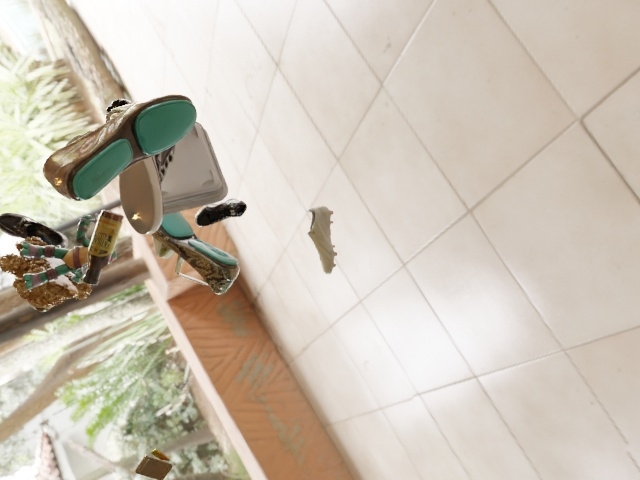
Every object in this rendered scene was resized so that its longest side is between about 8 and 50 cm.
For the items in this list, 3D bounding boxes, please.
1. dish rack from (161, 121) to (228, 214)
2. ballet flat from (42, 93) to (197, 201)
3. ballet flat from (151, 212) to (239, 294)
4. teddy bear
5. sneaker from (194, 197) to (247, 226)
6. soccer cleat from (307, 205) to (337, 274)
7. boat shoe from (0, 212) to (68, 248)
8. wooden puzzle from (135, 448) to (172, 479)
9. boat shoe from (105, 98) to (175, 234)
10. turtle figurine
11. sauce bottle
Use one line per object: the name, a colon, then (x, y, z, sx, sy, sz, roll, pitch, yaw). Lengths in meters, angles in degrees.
dish rack: (-0.476, -0.255, 1.836, 0.072, 0.285, 0.333, 106, 145, -60)
ballet flat: (-0.357, -0.187, 0.996, 0.106, 0.316, 0.108, 22, 134, 23)
ballet flat: (-0.503, 0.035, 2.056, 0.482, 0.164, 0.182, 37, 109, 22)
teddy bear: (-0.783, 0.100, 1.588, 0.338, 0.113, 0.245, 39, -177, 39)
sneaker: (-0.395, -0.115, 2.267, 0.121, 0.216, 0.079, 12, 125, 46)
soccer cleat: (0.000, 0.000, 1.581, 0.068, 0.076, 0.197, 162, 104, -70)
boat shoe: (-0.920, -0.031, 1.777, 0.228, 0.080, 0.076, 28, 160, -9)
wooden puzzle: (-0.402, 0.549, 1.353, 0.078, 0.116, 0.014, 36, -159, -18)
boat shoe: (-0.426, -0.187, 1.427, 0.127, 0.158, 0.341, -13, 88, 30)
turtle figurine: (-0.584, 0.040, 1.346, 0.118, 0.233, 0.175, 93, 162, -56)
sauce bottle: (-0.375, 0.013, 0.960, 0.042, 0.042, 0.128, 15, 89, 58)
